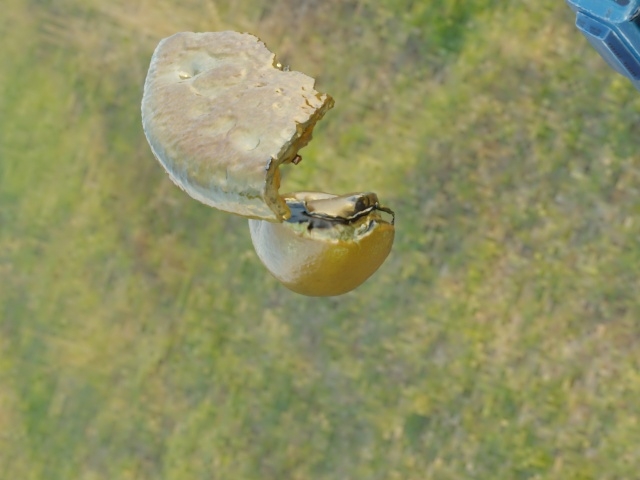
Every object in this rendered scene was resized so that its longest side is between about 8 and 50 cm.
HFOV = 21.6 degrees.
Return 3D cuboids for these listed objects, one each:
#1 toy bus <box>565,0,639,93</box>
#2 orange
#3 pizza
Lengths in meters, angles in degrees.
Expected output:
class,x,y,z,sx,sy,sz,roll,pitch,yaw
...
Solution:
class,x,y,z,sx,sy,sz,roll,pitch,yaw
toy bus,0.264,-0.162,1.261,0.106,0.184,0.090,-49,40,1
orange,0.000,0.000,1.643,0.160,0.170,0.112,2,82,36
pizza,-0.072,-0.096,1.325,0.134,0.056,0.271,-35,40,-14
